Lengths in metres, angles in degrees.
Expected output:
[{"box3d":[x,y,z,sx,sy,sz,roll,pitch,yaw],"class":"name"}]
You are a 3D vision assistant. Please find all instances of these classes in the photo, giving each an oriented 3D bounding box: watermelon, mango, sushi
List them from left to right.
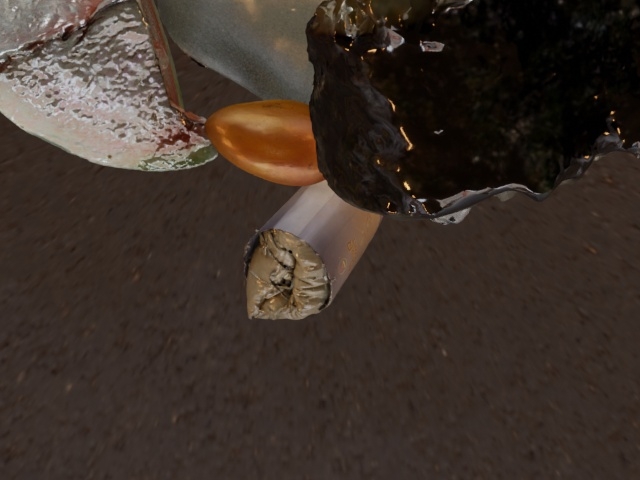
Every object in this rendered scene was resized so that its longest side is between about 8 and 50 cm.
[{"box3d":[-0.226,-0.240,1.795,0.320,0.213,0.289,26,54,-16],"class":"watermelon"},{"box3d":[-0.028,-0.062,0.979,0.089,0.060,0.046,11,130,-9],"class":"mango"},{"box3d":[0.092,-0.089,0.668,0.212,0.147,0.115,-17,104,-14],"class":"sushi"}]

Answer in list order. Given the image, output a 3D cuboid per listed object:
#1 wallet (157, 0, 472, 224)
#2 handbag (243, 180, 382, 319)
[{"box3d":[0.028,-0.170,1.090,0.290,0.054,0.251,35,137,8],"class":"wallet"},{"box3d":[0.000,0.000,1.479,0.095,0.173,0.117,31,141,15],"class":"handbag"}]
